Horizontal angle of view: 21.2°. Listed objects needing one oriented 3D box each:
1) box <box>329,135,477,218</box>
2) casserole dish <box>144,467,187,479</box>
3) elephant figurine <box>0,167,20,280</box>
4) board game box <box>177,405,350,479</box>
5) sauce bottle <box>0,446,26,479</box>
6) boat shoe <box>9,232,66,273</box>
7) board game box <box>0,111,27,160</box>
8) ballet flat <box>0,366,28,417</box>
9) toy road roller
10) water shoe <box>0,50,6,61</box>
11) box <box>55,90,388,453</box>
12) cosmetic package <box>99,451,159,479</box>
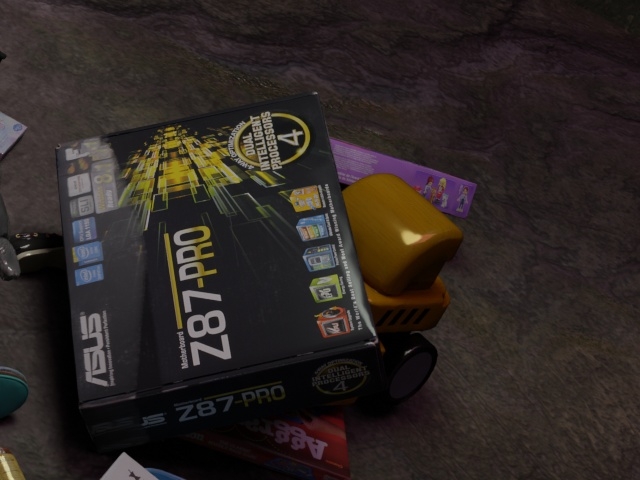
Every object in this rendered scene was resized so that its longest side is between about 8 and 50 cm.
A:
[{"bbox_3d":[0.047,-0.106,2.414,0.293,0.057,0.201,15,4,-35],"label":"box"},{"bbox_3d":[-0.125,0.300,1.731,0.188,0.037,0.114,25,29,-12],"label":"casserole dish"},{"bbox_3d":[-0.468,-0.030,1.838,0.239,0.186,0.169,-1,84,-29],"label":"elephant figurine"},{"bbox_3d":[-0.099,0.189,1.941,0.281,0.027,0.145,21,31,-18],"label":"board game box"},{"bbox_3d":[-0.290,0.258,1.632,0.042,0.042,0.128,-1,51,-44],"label":"sauce bottle"},{"bbox_3d":[-0.308,0.010,1.999,0.133,0.049,0.042,-3,51,-39],"label":"boat shoe"},{"bbox_3d":[-0.427,-0.142,2.157,0.090,0.020,0.090,29,28,-2],"label":"board game box"},{"bbox_3d":[-0.376,0.152,1.701,0.070,0.070,0.188,45,28,25],"label":"ballet flat"},{"bbox_3d":[0.021,0.047,2.021,0.202,0.241,0.329,41,24,32],"label":"toy road roller"},{"bbox_3d":[-0.476,-0.233,2.200,0.080,0.073,0.203,38,29,7],"label":"water shoe"},{"bbox_3d":[-0.118,0.024,1.887,0.318,0.097,0.395,-13,48,1],"label":"box"},{"bbox_3d":[-0.155,0.384,1.482,0.284,0.097,0.377,36,29,1],"label":"cosmetic package"}]
